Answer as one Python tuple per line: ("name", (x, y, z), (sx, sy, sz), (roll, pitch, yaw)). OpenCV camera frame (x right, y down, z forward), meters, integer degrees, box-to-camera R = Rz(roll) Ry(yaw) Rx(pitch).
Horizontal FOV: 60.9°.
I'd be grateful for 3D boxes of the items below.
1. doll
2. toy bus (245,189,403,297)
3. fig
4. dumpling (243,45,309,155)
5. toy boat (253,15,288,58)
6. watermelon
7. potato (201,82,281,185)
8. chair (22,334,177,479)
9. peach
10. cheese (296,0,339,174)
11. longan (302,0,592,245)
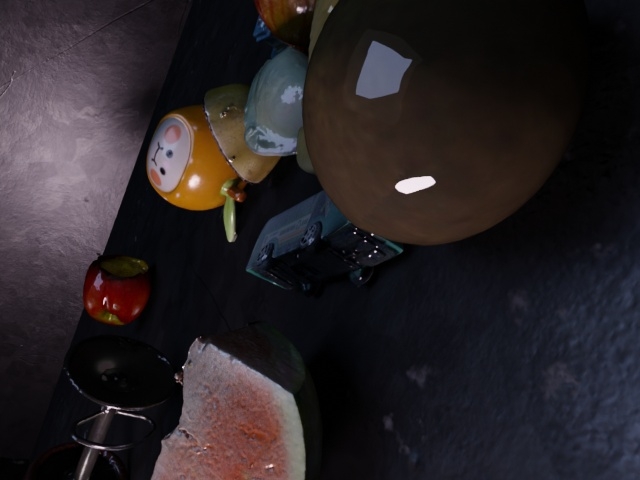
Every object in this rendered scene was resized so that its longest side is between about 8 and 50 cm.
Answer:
("doll", (-0.209, -0.140, 1.053), (0.236, 0.213, 0.213), (45, 120, 20))
("toy bus", (0.000, 0.000, 0.670), (0.262, 0.091, 0.109), (-20, 47, 56))
("fig", (-0.029, -0.371, 0.880), (0.175, 0.175, 0.207), (-108, 24, -49))
("dumpling", (-0.037, -0.194, 0.813), (0.216, 0.105, 0.149), (49, 126, 33))
("toy boat", (-0.056, -0.461, 1.033), (0.109, 0.098, 0.237), (13, 85, 60))
("watermelon", (-0.100, 0.252, 0.598), (0.224, 0.180, 0.305), (-121, 51, -74))
("potato", (-0.105, -0.203, 0.942), (0.117, 0.182, 0.202), (-26, 5, 15))
("chair", (-0.476, 0.423, 1.150), (0.400, 0.227, 0.226), (-63, 28, 19))
("peach", (-0.576, 0.122, 1.554), (0.190, 0.196, 0.226), (-12, 54, 19))
("cheese", (0.085, -0.287, 0.660), (0.384, 0.104, 0.383), (-37, 44, 48))
("longan", (0.098, -0.117, 0.432), (0.246, 0.215, 0.246), (-42, 5, 5))
